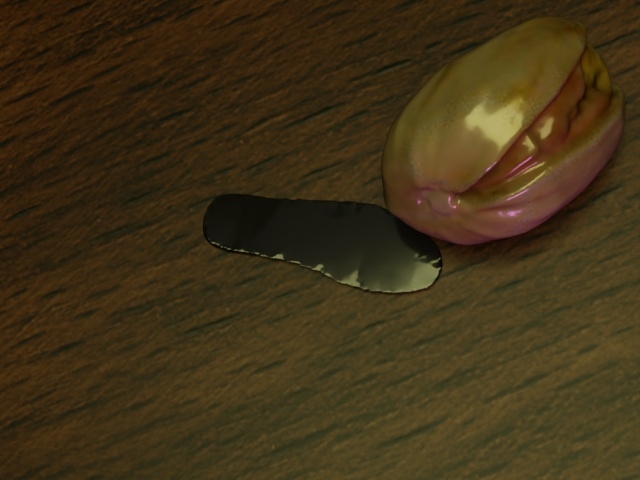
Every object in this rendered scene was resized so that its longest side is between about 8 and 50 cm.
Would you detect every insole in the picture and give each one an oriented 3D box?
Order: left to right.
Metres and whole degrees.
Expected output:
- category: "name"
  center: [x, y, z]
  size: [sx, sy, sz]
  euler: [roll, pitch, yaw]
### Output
- category: "insole"
  center: [0.000, 0.000, 1.712]
  size: [0.309, 0.012, 0.110]
  euler: [8, 80, 12]

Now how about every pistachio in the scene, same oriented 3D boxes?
- category: "pistachio"
  center: [0.208, -0.124, 1.606]
  size: [0.309, 0.230, 0.230]
  euler: [-41, 75, -5]
